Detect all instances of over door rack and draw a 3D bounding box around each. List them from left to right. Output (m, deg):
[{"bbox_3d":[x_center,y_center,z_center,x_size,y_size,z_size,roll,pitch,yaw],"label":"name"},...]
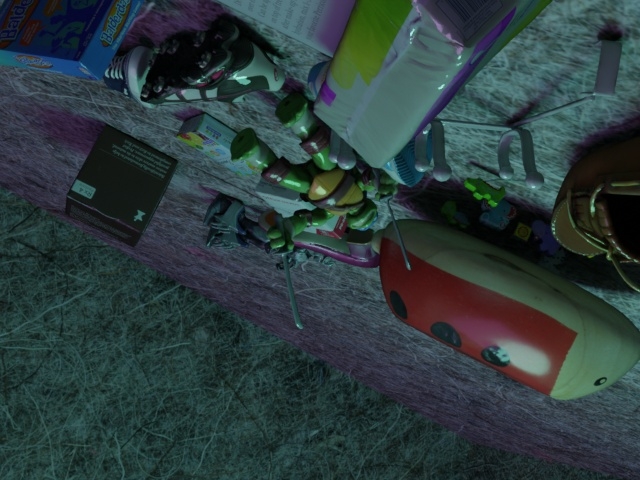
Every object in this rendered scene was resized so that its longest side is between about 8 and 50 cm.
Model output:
[{"bbox_3d":[0.146,-0.128,1.136,0.239,0.108,0.324,5,168,-8],"label":"over door rack"}]

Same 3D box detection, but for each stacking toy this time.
[{"bbox_3d":[0.293,-0.025,1.526,0.221,0.052,0.167,27,164,-2],"label":"stacking toy"}]

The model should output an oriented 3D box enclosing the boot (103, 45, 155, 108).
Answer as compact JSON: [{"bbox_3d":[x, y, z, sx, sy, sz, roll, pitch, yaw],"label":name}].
[{"bbox_3d":[-0.300,-0.258,1.608,0.086,0.069,0.190,21,167,2],"label":"boot"}]

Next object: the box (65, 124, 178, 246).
[{"bbox_3d":[-0.410,-0.106,2.136,0.168,0.167,0.203,28,165,-10],"label":"box"}]

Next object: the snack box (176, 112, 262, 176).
[{"bbox_3d":[-0.167,-0.163,1.798,0.141,0.037,0.100,31,165,-24],"label":"snack box"}]

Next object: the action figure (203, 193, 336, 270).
[{"bbox_3d":[-0.098,0.002,2.165,0.285,0.099,0.185,18,160,12],"label":"action figure"}]

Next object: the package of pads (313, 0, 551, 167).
[{"bbox_3d":[0.118,-0.197,0.827,0.101,0.229,0.296,44,166,1],"label":"package of pads"}]

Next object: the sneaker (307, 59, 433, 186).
[{"bbox_3d":[0.072,-0.157,1.360,0.092,0.087,0.228,20,159,45],"label":"sneaker"}]

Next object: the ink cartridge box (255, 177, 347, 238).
[{"bbox_3d":[-0.029,-0.070,1.852,0.109,0.063,0.150,14,162,36],"label":"ink cartridge box"}]

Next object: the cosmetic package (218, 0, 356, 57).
[{"bbox_3d":[-0.136,-0.346,0.841,0.453,0.161,0.230,25,166,-4],"label":"cosmetic package"}]

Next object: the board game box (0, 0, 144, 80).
[{"bbox_3d":[-0.330,-0.295,1.350,0.210,0.160,0.047,13,161,36],"label":"board game box"}]

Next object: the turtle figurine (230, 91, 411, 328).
[{"bbox_3d":[0.004,-0.062,1.518,0.198,0.274,0.266,-12,135,42],"label":"turtle figurine"}]

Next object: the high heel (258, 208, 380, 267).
[{"bbox_3d":[0.000,0.000,2.025,0.244,0.082,0.117,7,151,15],"label":"high heel"}]

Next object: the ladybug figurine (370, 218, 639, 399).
[{"bbox_3d":[0.271,0.110,1.618,0.449,0.162,0.305,26,176,18],"label":"ladybug figurine"}]

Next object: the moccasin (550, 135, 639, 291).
[{"bbox_3d":[0.365,-0.030,1.179,0.139,0.147,0.380,28,165,-12],"label":"moccasin"}]

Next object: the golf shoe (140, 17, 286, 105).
[{"bbox_3d":[-0.162,-0.224,1.452,0.120,0.105,0.273,25,168,-32],"label":"golf shoe"}]
